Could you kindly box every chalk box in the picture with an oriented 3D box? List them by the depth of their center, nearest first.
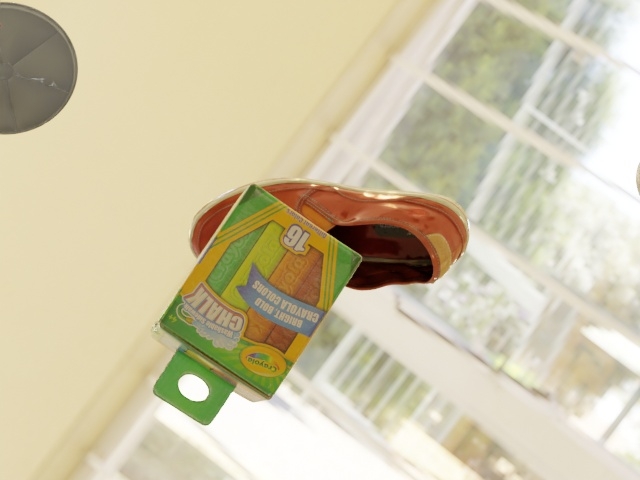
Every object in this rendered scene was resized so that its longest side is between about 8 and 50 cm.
[{"bbox_3d":[-0.079,0.074,1.498,0.132,0.213,0.132,33,-12,-4],"label":"chalk box"}]

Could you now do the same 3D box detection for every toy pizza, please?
[{"bbox_3d":[-0.437,-0.240,2.140,0.201,0.201,0.032,38,16,-30],"label":"toy pizza"}]

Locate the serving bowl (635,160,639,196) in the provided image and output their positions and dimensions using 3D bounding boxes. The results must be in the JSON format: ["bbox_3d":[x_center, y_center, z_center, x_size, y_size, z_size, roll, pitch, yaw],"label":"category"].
[{"bbox_3d":[0.350,-0.064,1.508,0.083,0.083,0.027,37,-3,16],"label":"serving bowl"}]

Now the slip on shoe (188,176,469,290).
[{"bbox_3d":[0.000,0.000,1.750,0.331,0.123,0.101,2,30,18],"label":"slip on shoe"}]
